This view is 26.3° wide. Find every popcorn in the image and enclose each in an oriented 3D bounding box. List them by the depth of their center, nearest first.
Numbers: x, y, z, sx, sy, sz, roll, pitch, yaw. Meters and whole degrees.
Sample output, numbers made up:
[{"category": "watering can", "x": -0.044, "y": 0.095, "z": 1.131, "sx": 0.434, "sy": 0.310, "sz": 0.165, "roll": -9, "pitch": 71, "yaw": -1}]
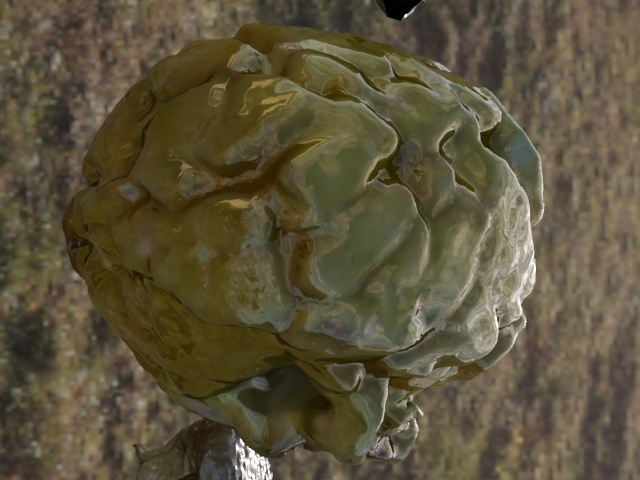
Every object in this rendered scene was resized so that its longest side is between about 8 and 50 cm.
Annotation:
[{"category": "popcorn", "x": -0.006, "y": -0.015, "z": 1.100, "sx": 0.354, "sy": 0.344, "sz": 0.390, "roll": -38, "pitch": 141, "yaw": -17}]

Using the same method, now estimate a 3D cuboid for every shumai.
[{"category": "shumai", "x": -0.114, "y": 0.212, "z": 1.284, "sx": 0.145, "sy": 0.116, "sz": 0.145, "roll": -2, "pitch": 90, "yaw": -73}]

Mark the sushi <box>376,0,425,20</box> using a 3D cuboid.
[{"category": "sushi", "x": 0.066, "y": -0.229, "z": 1.076, "sx": 0.083, "sy": 0.056, "sz": 0.084, "roll": -81, "pitch": -173, "yaw": -52}]
